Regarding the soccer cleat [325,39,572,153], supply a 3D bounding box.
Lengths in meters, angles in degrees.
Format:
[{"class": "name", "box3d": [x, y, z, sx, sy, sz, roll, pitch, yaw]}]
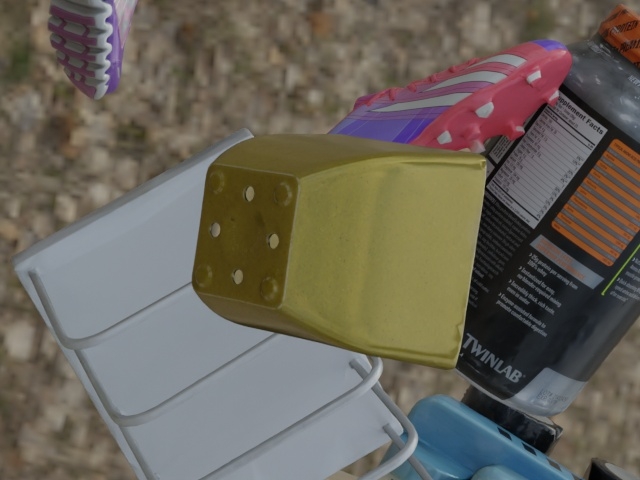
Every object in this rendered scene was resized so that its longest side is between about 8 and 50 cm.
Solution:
[{"class": "soccer cleat", "box3d": [0.082, -0.100, 1.577, 0.083, 0.248, 0.095, 30, 30, -59]}]

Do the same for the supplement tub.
[{"class": "supplement tub", "box3d": [0.214, -0.027, 1.647, 0.316, 0.193, 0.193, -53, 145, 12]}]

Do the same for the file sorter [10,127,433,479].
[{"class": "file sorter", "box3d": [-0.055, 0.104, 1.382, 0.193, 0.173, 0.277, -30, 115, -6]}]

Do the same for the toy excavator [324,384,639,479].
[{"class": "toy excavator", "box3d": [0.099, 0.250, 1.818, 0.222, 0.433, 0.445, -60, 167, 6]}]

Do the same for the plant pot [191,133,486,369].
[{"class": "plant pot", "box3d": [0.000, 0.000, 0.727, 0.083, 0.081, 0.081, 7, 93, -47]}]

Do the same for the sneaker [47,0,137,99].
[{"class": "sneaker", "box3d": [-0.195, -0.248, 1.857, 0.104, 0.095, 0.236, -18, 122, -37]}]
